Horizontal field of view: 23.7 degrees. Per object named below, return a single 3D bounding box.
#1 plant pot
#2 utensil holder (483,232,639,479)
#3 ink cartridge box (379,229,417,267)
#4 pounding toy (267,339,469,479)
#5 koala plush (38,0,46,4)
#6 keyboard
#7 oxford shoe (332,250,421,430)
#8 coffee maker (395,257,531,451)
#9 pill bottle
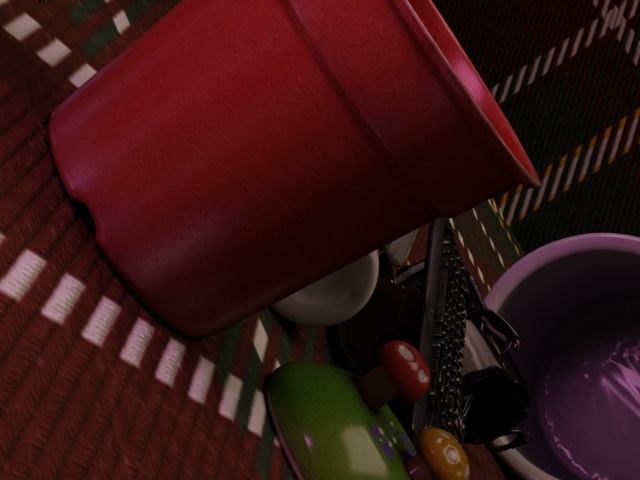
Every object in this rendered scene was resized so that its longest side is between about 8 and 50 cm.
[{"bbox_3d":[-0.029,-0.082,1.078,0.272,0.265,0.272,54,11,-15],"label":"plant pot"},{"bbox_3d":[0.386,0.188,1.978,0.328,0.327,0.385,61,9,19],"label":"utensil holder"},{"bbox_3d":[0.066,-0.065,1.609,0.093,0.154,0.212,21,-3,12],"label":"ink cartridge box"},{"bbox_3d":[0.056,0.165,1.158,0.183,0.110,0.237,51,12,-27],"label":"pounding toy"},{"bbox_3d":[-0.240,-0.257,1.000,0.196,0.203,0.221,-43,122,-70],"label":"koala plush"},{"bbox_3d":[0.117,0.136,1.411,0.317,0.033,0.202,-78,160,-49],"label":"keyboard"},{"bbox_3d":[0.063,0.089,1.440,0.083,0.096,0.227,48,16,-45],"label":"oxford shoe"},{"bbox_3d":[0.150,0.130,1.702,0.171,0.120,0.178,80,-9,-50],"label":"coffee maker"},{"bbox_3d":[0.000,0.000,1.380,0.108,0.108,0.180,55,11,-12],"label":"pill bottle"}]
